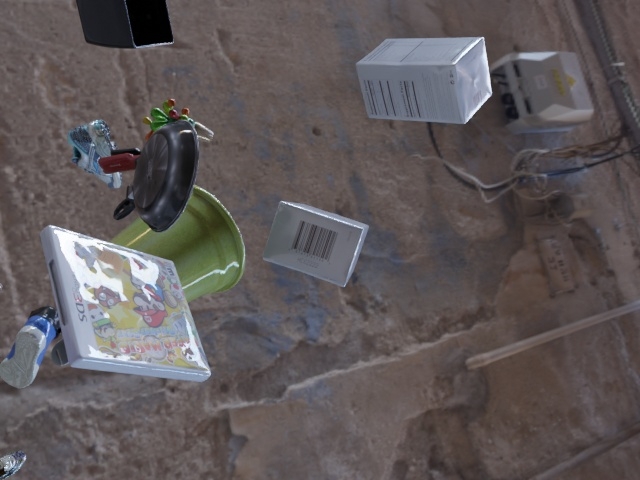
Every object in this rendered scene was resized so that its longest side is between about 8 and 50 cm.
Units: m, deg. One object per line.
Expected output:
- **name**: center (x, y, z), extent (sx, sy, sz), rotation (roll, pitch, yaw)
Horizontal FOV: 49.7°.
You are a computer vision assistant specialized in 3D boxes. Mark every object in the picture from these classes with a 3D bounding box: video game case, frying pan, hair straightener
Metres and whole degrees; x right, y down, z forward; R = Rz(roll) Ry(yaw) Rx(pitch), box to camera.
- **video game case**: center (-0.262, 0.090, 0.943), extent (0.026, 0.227, 0.206), rotation (-38, -122, 20)
- **frying pan**: center (-0.304, -0.120, 1.221), extent (0.326, 0.053, 0.198), rotation (12, -91, 52)
- **hair straightener**: center (-0.372, -0.194, 1.485), extent (0.230, 0.089, 0.047), rotation (-9, -63, 34)

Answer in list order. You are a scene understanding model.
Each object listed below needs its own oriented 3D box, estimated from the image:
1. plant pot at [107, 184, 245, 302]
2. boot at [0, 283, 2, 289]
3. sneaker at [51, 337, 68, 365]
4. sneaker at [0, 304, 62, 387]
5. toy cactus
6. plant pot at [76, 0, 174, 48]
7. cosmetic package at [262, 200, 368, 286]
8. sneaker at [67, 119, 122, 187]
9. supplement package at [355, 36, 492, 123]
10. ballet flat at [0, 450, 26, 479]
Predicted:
- **plant pot**: center (-0.348, 0.049, 1.497), extent (0.275, 0.254, 0.276), rotation (18, -54, 27)
- **boot**: center (-0.700, 0.089, 1.436), extent (0.118, 0.087, 0.042), rotation (20, -99, 30)
- **sneaker**: center (-0.470, 0.180, 1.370), extent (0.053, 0.061, 0.152), rotation (43, -84, 6)
- **sneaker**: center (-0.442, 0.161, 1.067), extent (0.058, 0.085, 0.152), rotation (30, -53, -6)
- **toy cactus**: center (-0.382, -0.308, 1.892), extent (0.219, 0.180, 0.112), rotation (-6, -112, 57)
- **plant pot**: center (-0.508, -0.578, 1.754), extent (0.166, 0.188, 0.188), rotation (-3, -72, 21)
- **cosmetic package**: center (0.000, 0.000, 1.935), extent (0.229, 0.453, 0.162), rotation (19, -86, 5)
- **sneaker**: center (-0.653, -0.245, 2.002), extent (0.283, 0.122, 0.110), rotation (93, -15, -60)
- **supplement package**: center (0.221, -0.347, 1.485), extent (0.244, 0.139, 0.134), rotation (12, -46, 38)
- **ballet flat**: center (-0.593, 0.421, 1.264), extent (0.041, 0.114, 0.041), rotation (25, -51, 36)
